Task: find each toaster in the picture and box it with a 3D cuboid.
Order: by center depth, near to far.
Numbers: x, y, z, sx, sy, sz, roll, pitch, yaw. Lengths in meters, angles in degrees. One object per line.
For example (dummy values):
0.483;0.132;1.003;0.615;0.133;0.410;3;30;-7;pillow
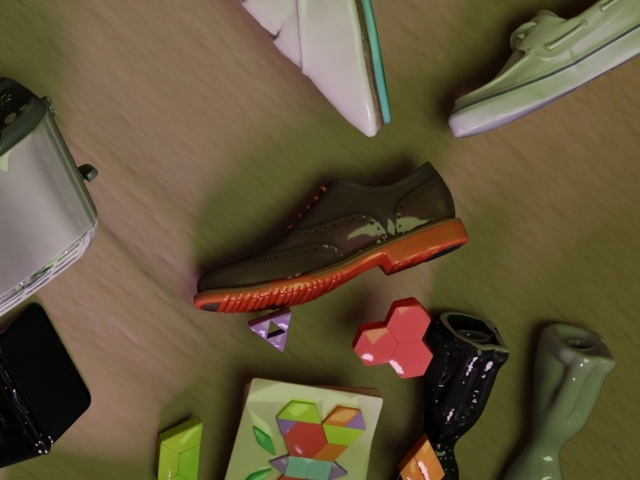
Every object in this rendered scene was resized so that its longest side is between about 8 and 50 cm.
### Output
-0.301;-0.021;1.713;0.227;0.129;0.146;-37;121;-12;toaster

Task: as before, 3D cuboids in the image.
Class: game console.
-0.286;0.136;1.837;0.107;0.071;0.122;-19;116;13;game console

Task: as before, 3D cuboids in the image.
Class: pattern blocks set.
-0.018;0.215;1.945;0.285;0.026;0.325;-5;113;-10;pattern blocks set

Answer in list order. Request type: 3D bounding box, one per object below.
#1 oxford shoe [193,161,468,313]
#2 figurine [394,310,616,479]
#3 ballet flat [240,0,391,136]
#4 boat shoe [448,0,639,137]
0.000;0.000;1.903;0.271;0.097;0.098;-17;82;-15;oxford shoe
0.186;0.189;2.047;0.214;0.092;0.209;7;112;-27;figurine
-0.027;-0.282;1.776;0.139;0.139;0.400;-16;108;-21;ballet flat
0.225;-0.182;1.947;0.258;0.095;0.084;-28;88;-19;boat shoe
